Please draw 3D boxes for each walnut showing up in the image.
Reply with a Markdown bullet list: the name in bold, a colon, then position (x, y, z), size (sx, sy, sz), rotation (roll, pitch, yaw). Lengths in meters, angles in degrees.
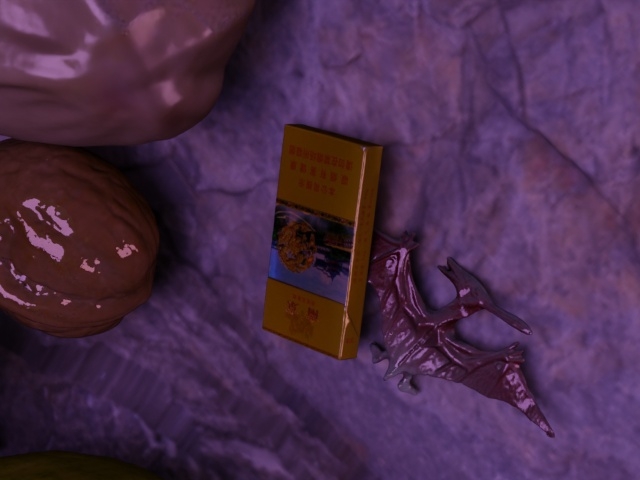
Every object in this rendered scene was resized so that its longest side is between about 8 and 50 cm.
- **walnut**: position (-0.195, -0.005, 1.243), size (0.167, 0.149, 0.166), rotation (19, 141, 16)

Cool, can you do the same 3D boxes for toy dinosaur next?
- **toy dinosaur**: position (0.083, 0.063, 1.184), size (0.220, 0.032, 0.108), rotation (46, 114, 14)

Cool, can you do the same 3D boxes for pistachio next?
- **pistachio**: position (-0.192, -0.175, 1.181), size (0.332, 0.226, 0.207), rotation (14, 137, 36)

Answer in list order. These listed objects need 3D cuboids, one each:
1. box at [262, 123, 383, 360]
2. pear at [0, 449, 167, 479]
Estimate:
- **box**: position (0.000, 0.000, 1.203), size (0.087, 0.023, 0.155), rotation (17, 106, 42)
- **pear**: position (-0.211, 0.331, 1.177), size (0.391, 0.391, 0.391), rotation (4, 100, 24)
